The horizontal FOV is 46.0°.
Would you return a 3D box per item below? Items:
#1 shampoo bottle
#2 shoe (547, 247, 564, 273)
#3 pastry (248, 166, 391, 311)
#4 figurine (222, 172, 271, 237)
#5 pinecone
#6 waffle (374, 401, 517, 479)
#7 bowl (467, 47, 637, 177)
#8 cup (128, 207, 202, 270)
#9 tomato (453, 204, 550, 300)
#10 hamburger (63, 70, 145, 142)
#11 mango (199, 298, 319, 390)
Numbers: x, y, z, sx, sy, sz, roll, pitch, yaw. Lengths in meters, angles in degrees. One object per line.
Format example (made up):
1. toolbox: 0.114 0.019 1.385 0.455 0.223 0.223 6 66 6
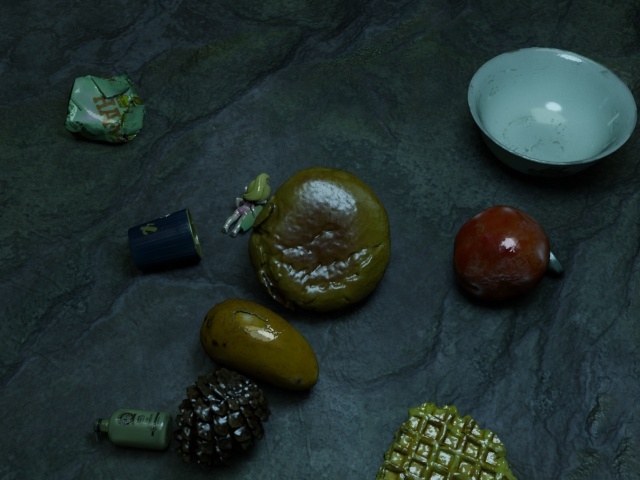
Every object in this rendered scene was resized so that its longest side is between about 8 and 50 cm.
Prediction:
1. shampoo bottle: -0.396 0.393 1.584 0.161 0.079 0.079 5 53 4
2. shoe: 0.518 0.019 1.868 0.078 0.079 0.195 -40 65 15
3. pastry: 0.000 0.000 1.765 0.355 0.164 0.356 0 85 2
4. figurine: -0.186 -0.092 1.956 0.083 0.083 0.187 29 68 21
5. pinecone: -0.203 0.367 1.545 0.184 0.179 0.205 25 100 -5
6. waffle: 0.237 0.482 1.521 0.311 0.060 0.307 -24 56 -19
7. bowl: 0.595 -0.301 2.018 0.434 0.196 0.435 0 52 0
8. cup: -0.386 -0.005 1.870 0.155 0.131 0.176 -16 25 -6
9. tomato: 0.418 0.023 1.764 0.231 0.188 0.232 -15 57 25
10. hamburger: -0.600 -0.381 2.148 0.214 0.125 0.235 6 57 -2
11. mango: -0.131 0.229 1.644 0.290 0.191 0.160 26 65 13
